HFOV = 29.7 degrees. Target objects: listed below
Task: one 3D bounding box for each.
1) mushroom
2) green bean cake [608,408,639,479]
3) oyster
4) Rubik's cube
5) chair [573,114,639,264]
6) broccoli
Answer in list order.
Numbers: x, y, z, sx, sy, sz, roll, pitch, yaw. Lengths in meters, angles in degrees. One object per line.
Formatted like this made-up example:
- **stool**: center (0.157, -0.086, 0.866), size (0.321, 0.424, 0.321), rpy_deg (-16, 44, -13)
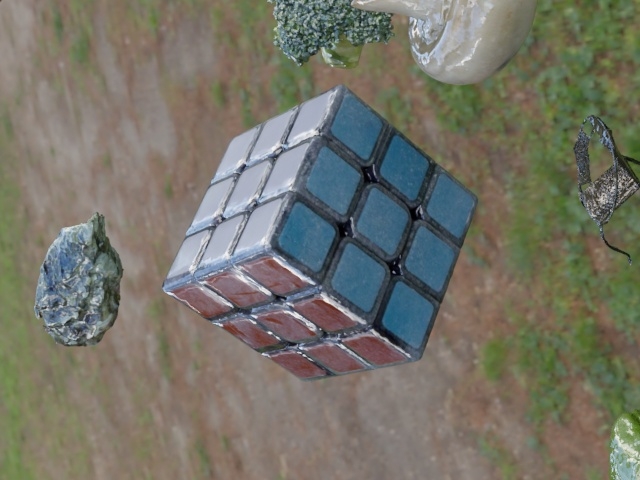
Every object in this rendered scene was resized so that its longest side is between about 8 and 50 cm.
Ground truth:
- **mushroom**: center (0.143, -0.292, 1.428), size (0.207, 0.215, 0.207), rpy_deg (-172, 90, -79)
- **green bean cake**: center (0.417, 0.288, 1.327), size (0.125, 0.222, 0.248), rpy_deg (15, 122, 62)
- **oyster**: center (-0.368, 0.068, 1.923), size (0.252, 0.199, 0.087), rpy_deg (-52, 47, 19)
- **Rubik's cube**: center (0.000, 0.000, 1.794), size (0.303, 0.305, 0.301), rpy_deg (-17, 44, 51)
- **chair**: center (0.472, -0.092, 1.943), size (0.149, 0.213, 0.174), rpy_deg (-42, 33, 19)
- **broccoli**: center (0.010, -0.380, 2.009), size (0.361, 0.252, 0.221), rpy_deg (141, 120, -70)
